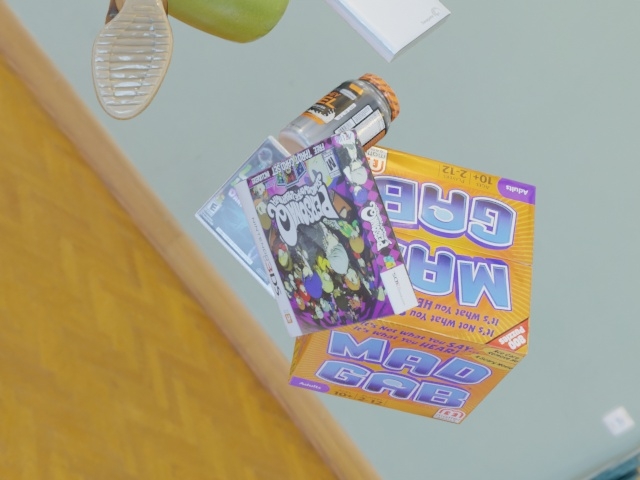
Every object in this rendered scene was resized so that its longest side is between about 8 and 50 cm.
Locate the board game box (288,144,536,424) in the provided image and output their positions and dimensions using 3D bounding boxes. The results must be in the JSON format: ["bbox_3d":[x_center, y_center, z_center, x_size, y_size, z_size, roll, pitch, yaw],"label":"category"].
[{"bbox_3d":[0.168,0.088,1.924,0.356,0.356,0.356,14,59,-6],"label":"board game box"}]

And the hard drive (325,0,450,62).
[{"bbox_3d":[0.111,-0.595,2.381,0.353,0.047,0.233,46,55,6],"label":"hard drive"}]

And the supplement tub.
[{"bbox_3d":[0.034,-0.187,1.678,0.117,0.190,0.117,41,-23,21],"label":"supplement tub"}]

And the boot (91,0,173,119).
[{"bbox_3d":[-0.230,-0.222,1.262,0.090,0.207,0.248,7,67,-9],"label":"boot"}]

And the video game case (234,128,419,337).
[{"bbox_3d":[0.000,0.000,1.198,0.042,0.232,0.210,-21,91,-35],"label":"video game case"}]

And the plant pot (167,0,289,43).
[{"bbox_3d":[-0.248,-0.542,2.003,0.293,0.275,0.275,-4,56,-51],"label":"plant pot"}]

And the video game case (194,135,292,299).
[{"bbox_3d":[-0.070,-0.035,1.544,0.190,0.173,0.022,45,4,15],"label":"video game case"}]
